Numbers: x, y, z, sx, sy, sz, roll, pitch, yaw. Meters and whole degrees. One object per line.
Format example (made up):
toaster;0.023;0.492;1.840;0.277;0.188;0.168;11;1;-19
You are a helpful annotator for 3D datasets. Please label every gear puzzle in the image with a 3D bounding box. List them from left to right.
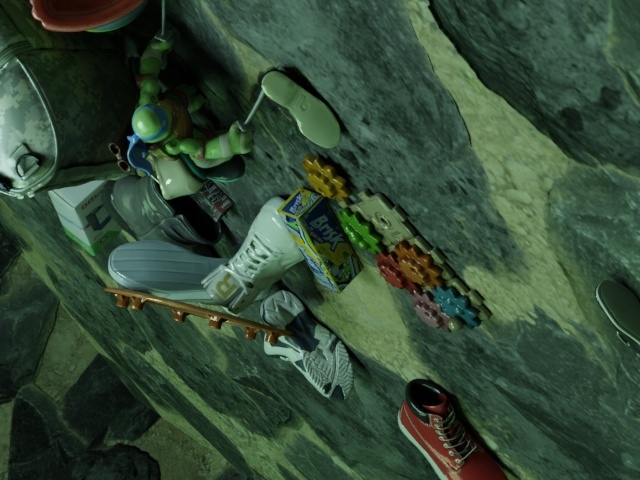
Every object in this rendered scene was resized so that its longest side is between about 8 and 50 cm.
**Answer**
gear puzzle;0.091;0.008;1.811;0.339;0.044;0.175;47;161;-8

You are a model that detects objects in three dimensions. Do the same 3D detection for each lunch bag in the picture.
lunch bag;-0.397;-0.190;1.837;0.256;0.212;0.305;50;-159;9

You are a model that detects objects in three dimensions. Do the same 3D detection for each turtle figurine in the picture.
turtle figurine;-0.167;-0.202;1.822;0.198;0.275;0.266;20;179;3

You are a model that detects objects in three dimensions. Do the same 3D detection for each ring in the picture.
ring;-0.213;0.133;2.222;0.336;0.032;0.336;14;174;2

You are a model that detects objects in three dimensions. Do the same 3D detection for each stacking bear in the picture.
stacking bear;-0.309;-0.353;1.723;0.289;0.164;0.175;-170;78;-77

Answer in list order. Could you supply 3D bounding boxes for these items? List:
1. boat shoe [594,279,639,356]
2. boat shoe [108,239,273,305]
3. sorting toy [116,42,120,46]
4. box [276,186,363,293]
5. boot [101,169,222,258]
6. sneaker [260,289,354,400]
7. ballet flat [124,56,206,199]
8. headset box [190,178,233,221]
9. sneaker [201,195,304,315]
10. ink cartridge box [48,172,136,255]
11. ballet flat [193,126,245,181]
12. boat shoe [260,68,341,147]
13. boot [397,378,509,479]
boat shoe;0.353;0.094;1.458;0.125;0.046;0.038;39;157;-11
boat shoe;-0.239;0.076;2.340;0.302;0.109;0.094;10;150;-10
sorting toy;-0.375;-0.315;2.093;0.132;0.046;0.274;39;161;15
box;0.000;0.000;1.958;0.054;0.059;0.169;23;152;45
boot;-0.252;0.001;2.413;0.222;0.118;0.338;-1;140;51
sneaker;-0.035;0.204;2.405;0.235;0.094;0.153;45;163;-2
ballet flat;-0.265;-0.170;1.993;0.248;0.086;0.086;62;166;18
headset box;-0.190;-0.072;2.241;0.083;0.032;0.062;46;161;0
sneaker;-0.108;0.042;2.104;0.108;0.169;0.292;44;160;8
ink cartridge box;-0.442;-0.088;2.534;0.093;0.154;0.212;37;159;20
ballet flat;-0.194;-0.150;2.035;0.203;0.074;0.074;29;156;48
boat shoe;-0.023;-0.175;1.676;0.133;0.049;0.042;42;-170;-13
boot;0.231;0.342;2.163;0.244;0.088;0.176;43;160;17
